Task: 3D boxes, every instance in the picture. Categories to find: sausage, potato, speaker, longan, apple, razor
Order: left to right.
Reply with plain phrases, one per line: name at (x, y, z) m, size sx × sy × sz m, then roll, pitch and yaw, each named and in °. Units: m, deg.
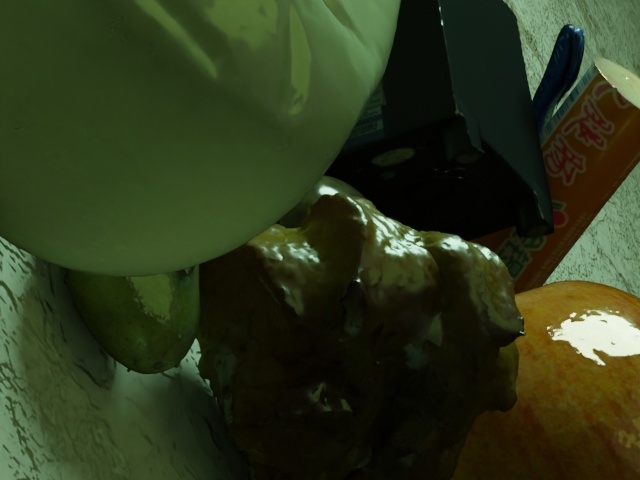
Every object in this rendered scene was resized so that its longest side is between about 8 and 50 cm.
potato at (-0.120, 0.000, 1.196) m, size 0.188 × 0.085 × 0.105 m, roll -94°, pitch 158°, yaw -47°
longan at (0.000, 0.000, 1.465) m, size 0.113 × 0.092 × 0.113 m, roll 26°, pitch 60°, yaw -58°
speaker at (0.075, -0.122, 1.636) m, size 0.232 × 0.184 × 0.254 m, roll 38°, pitch 39°, yaw -55°
razor at (0.196, -0.097, 1.780) m, size 0.056 × 0.324 × 0.093 m, roll 6°, pitch 53°, yaw -18°
sausage at (0.205, -0.023, 1.729) m, size 0.093 × 0.312 × 0.093 m, roll 30°, pitch 23°, yaw -14°
apple at (0.199, 0.169, 1.536) m, size 0.299 × 0.299 × 0.275 m, roll 32°, pitch 27°, yaw -57°

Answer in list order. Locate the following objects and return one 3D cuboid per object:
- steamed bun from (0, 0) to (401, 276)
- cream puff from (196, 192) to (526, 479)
steamed bun at (-0.162, -0.217, 1.024) m, size 0.371 × 0.290 × 0.456 m, roll 49°, pitch 31°, yaw -32°
cream puff at (0.018, 0.080, 1.271) m, size 0.269 × 0.241 × 0.155 m, roll 37°, pitch 3°, yaw -31°
